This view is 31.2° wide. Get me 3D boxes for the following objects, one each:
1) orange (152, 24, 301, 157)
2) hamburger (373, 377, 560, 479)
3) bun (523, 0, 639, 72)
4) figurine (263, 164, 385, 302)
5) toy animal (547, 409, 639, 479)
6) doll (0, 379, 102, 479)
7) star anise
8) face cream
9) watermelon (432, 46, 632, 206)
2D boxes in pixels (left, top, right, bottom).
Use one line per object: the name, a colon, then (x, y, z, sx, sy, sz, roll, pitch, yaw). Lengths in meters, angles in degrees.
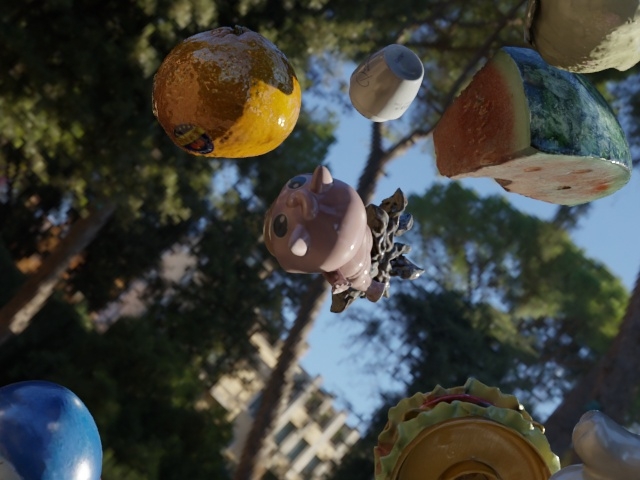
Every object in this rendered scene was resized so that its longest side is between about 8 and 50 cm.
orange: (-0.112, -0.172, 1.360, 0.178, 0.155, 0.177, 1, -4, 0)
hamburger: (0.203, 0.339, 1.652, 0.274, 0.274, 0.212, 47, 4, -8)
bun: (0.295, -0.261, 1.091, 0.141, 0.239, 0.239, 30, -21, 9)
figurine: (0.000, 0.000, 1.769, 0.186, 0.176, 0.287, 5, -12, 25)
toy animal: (0.111, 0.163, 0.503, 0.131, 0.221, 0.103, 26, 31, -34)
doll: (-0.302, 0.280, 1.267, 0.256, 0.161, 0.215, 65, -12, -8)
star anise: (0.108, 0.029, 2.260, 0.129, 0.282, 0.212, 27, 4, 33)
face cream: (0.092, -0.218, 1.586, 0.091, 0.091, 0.095, 45, -43, 0)
watermelon: (0.258, -0.130, 1.410, 0.226, 0.148, 0.318, -10, -14, 17)
